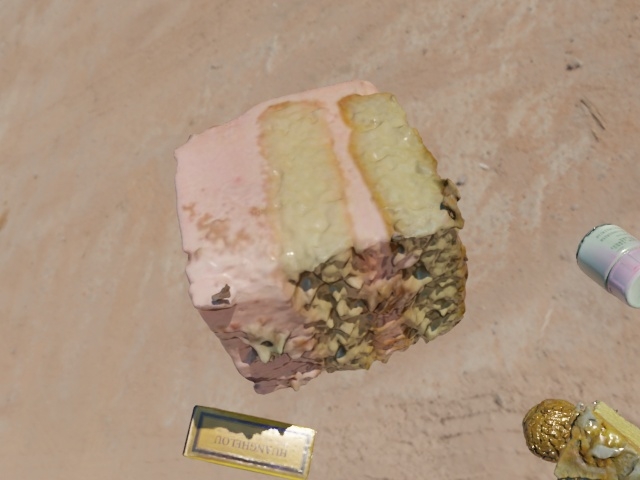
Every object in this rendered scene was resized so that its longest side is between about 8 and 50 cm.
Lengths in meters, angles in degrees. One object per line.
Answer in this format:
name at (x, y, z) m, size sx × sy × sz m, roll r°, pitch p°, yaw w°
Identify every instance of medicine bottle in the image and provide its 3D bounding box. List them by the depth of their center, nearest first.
medicine bottle at (0.665, 0.056, 1.692) m, size 0.135 × 0.135 × 0.168 m, roll -53°, pitch 35°, yaw 11°

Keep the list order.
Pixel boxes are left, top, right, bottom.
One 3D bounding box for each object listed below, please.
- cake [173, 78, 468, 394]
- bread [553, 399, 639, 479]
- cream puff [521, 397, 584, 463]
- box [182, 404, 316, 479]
cake at (0.000, 0.000, 0.981) m, size 0.307 × 0.314 × 0.293 m, roll -19°, pitch 51°, yaw -1°
bread at (0.412, 0.307, 1.084) m, size 0.152 × 0.147 × 0.127 m, roll 27°, pitch 99°, yaw 22°
cream puff at (0.546, 0.437, 1.763) m, size 0.115 × 0.165 × 0.150 m, roll 7°, pitch 116°, yaw 70°
box at (-0.108, 0.344, 1.295) m, size 0.301 × 0.193 × 0.084 m, roll 94°, pitch -172°, yaw -74°
